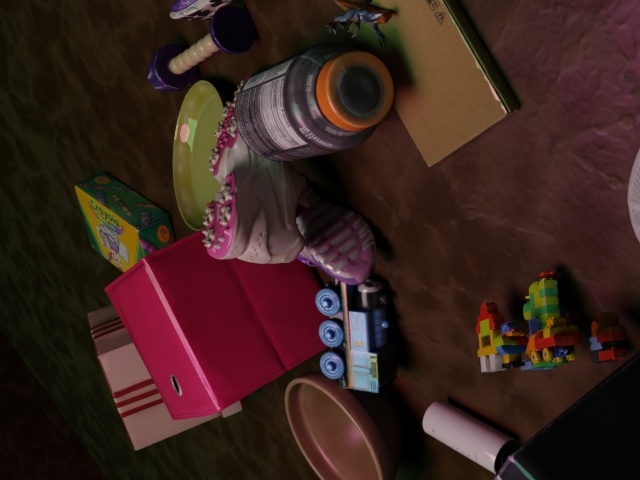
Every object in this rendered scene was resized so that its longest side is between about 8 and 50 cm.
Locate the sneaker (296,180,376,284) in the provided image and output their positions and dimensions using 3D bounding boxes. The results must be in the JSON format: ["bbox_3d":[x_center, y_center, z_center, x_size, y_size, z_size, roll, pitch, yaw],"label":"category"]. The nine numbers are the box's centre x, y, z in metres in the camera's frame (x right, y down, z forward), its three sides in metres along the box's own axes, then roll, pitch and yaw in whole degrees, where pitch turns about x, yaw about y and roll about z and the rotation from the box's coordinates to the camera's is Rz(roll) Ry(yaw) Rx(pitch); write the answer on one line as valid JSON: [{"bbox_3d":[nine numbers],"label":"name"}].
[{"bbox_3d":[0.000,0.000,1.311,0.236,0.095,0.105,40,150,40],"label":"sneaker"}]

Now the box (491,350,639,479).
[{"bbox_3d":[0.370,0.419,0.888,0.472,0.297,0.480,48,147,26],"label":"box"}]

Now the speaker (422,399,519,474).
[{"bbox_3d":[0.207,0.272,1.241,0.136,0.055,0.055,23,132,47],"label":"speaker"}]

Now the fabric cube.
[{"bbox_3d":[-0.163,0.117,1.476,0.258,0.259,0.254,62,151,-1],"label":"fabric cube"}]

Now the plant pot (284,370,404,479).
[{"bbox_3d":[0.056,0.302,1.440,0.237,0.109,0.237,37,141,37],"label":"plant pot"}]

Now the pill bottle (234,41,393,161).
[{"bbox_3d":[-0.006,-0.169,1.108,0.245,0.130,0.131,1,115,64],"label":"pill bottle"}]

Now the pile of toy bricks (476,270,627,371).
[{"bbox_3d":[0.253,0.088,1.003,0.212,0.118,0.105,132,136,-75],"label":"pile of toy bricks"}]

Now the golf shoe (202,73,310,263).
[{"bbox_3d":[-0.083,-0.096,1.266,0.115,0.140,0.306,-43,37,51],"label":"golf shoe"}]

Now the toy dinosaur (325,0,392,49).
[{"bbox_3d":[0.046,-0.262,1.033,0.082,0.047,0.090,-16,90,41],"label":"toy dinosaur"}]

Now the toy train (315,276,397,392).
[{"bbox_3d":[0.056,0.133,1.318,0.105,0.080,0.184,3,104,29],"label":"toy train"}]

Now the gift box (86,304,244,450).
[{"bbox_3d":[-0.302,0.213,1.778,0.276,0.258,0.255,-132,25,-60],"label":"gift box"}]

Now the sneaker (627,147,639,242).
[{"bbox_3d":[0.340,-0.026,0.654,0.124,0.180,0.321,26,160,47],"label":"sneaker"}]

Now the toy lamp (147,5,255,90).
[{"bbox_3d":[-0.193,-0.286,1.380,0.274,0.080,0.080,-9,107,56],"label":"toy lamp"}]

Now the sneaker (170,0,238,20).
[{"bbox_3d":[-0.162,-0.365,1.299,0.169,0.068,0.071,-14,87,50],"label":"sneaker"}]

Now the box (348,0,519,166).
[{"bbox_3d":[0.122,-0.201,1.023,0.201,0.021,0.164,60,150,2],"label":"box"}]

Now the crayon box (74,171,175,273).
[{"bbox_3d":[-0.410,-0.020,1.911,0.278,0.081,0.165,30,137,42],"label":"crayon box"}]

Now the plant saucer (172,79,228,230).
[{"bbox_3d":[-0.182,-0.136,1.448,0.241,0.037,0.241,0,90,60],"label":"plant saucer"}]
